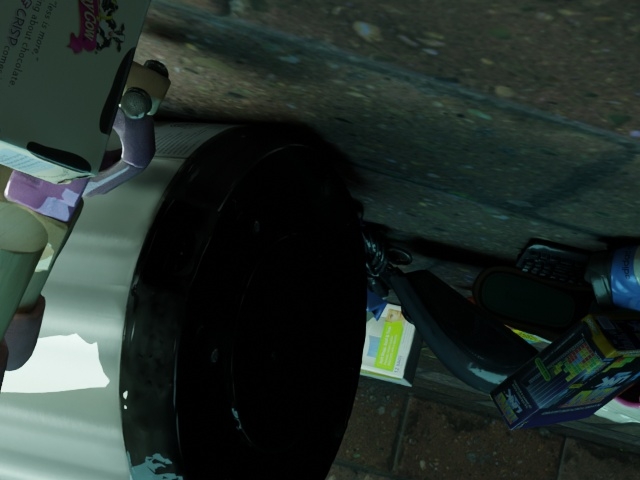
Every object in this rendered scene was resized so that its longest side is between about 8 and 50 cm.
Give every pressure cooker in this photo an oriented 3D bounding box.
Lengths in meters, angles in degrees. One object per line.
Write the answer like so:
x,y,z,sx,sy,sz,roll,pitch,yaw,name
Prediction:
-0.204,0.065,0.987,0.420,0.376,0.370,5,165,25,pressure cooker

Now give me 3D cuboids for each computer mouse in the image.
0.140,0.100,1.234,0.272,0.072,0.188,36,171,18,computer mouse

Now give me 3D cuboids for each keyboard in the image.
0.293,0.039,1.118,0.180,0.023,0.108,14,169,4,keyboard

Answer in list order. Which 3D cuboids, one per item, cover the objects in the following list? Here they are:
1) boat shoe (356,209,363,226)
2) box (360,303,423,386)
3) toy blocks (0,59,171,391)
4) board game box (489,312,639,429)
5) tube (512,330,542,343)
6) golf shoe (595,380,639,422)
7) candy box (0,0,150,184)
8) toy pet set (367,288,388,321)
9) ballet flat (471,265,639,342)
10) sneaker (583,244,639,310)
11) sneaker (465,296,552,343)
0.000,0.000,1.186,0.066,0.066,0.183,21,166,-4,boat shoe
0.056,0.152,1.736,0.203,0.114,0.103,12,168,16,box
-0.294,-0.013,0.691,0.288,0.260,0.309,27,-152,-8,toy blocks
0.273,0.131,1.104,0.170,0.048,0.141,4,138,-49,board game box
0.270,0.127,1.535,0.080,0.052,0.207,10,166,-30,tube
0.519,0.232,1.561,0.306,0.115,0.140,11,165,10,golf shoe
-0.201,-0.139,0.519,0.233,0.159,0.071,21,169,-27,candy box
0.035,0.067,1.548,0.114,0.065,0.122,48,180,25,toy pet set
0.291,0.091,1.232,0.248,0.086,0.086,22,170,7,ballet flat
0.309,0.048,1.038,0.084,0.058,0.152,-4,155,42,sneaker
0.235,0.086,1.366,0.175,0.064,0.067,-1,142,38,sneaker
